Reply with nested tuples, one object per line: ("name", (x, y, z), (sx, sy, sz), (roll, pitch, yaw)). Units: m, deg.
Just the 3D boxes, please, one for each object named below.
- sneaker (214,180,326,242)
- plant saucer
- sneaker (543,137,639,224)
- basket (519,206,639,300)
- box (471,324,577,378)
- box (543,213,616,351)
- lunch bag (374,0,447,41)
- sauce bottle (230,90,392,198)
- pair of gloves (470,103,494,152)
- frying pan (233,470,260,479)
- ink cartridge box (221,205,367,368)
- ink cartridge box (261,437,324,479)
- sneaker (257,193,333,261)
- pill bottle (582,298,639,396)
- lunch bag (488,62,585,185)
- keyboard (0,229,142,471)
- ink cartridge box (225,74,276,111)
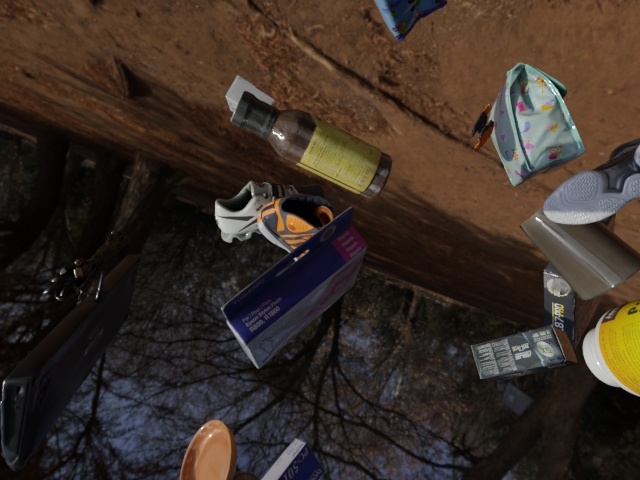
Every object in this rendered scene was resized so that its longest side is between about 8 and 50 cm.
("sneaker", (-0.139, -0.111, 1.213), (0.330, 0.146, 0.122), (-22, -136, -12))
("plant saucer", (-0.256, 0.526, 0.996), (0.037, 0.200, 0.200), (34, 173, -35))
("sneaker", (0.595, -0.123, 0.877), (0.101, 0.268, 0.153), (59, -152, 2))
("basket", (0.610, 0.006, 1.024), (0.227, 0.154, 0.204), (51, 180, 15))
("box", (0.458, 0.257, 0.962), (0.180, 0.078, 0.147), (-25, 150, 30))
("box", (0.840, 0.126, 1.382), (0.097, 0.395, 0.319), (17, 135, 42))
("lunch bag", (0.119, -0.616, 0.899), (0.293, 0.138, 0.221), (60, -164, 18))
("sauce bottle", (-0.016, -0.204, 0.900), (0.344, 0.112, 0.111), (24, 180, -16))
("pair of gloves", (0.328, -0.224, 0.863), (0.010, 0.074, 0.083), (30, 175, 36))
("frying pan", (-0.211, 0.701, 1.078), (0.197, 0.053, 0.326), (42, -170, 10))
("ink cartridge box", (-0.040, 0.117, 0.918), (0.071, 0.324, 0.330), (46, 161, 17))
("ink cartridge box", (-0.086, 0.547, 0.925), (0.046, 0.207, 0.097), (-5, 119, 48))
("sneaker", (0.000, 0.000, 1.099), (0.321, 0.125, 0.180), (33, 148, -24))
("pill bottle", (0.411, 0.118, 0.494), (0.117, 0.117, 0.215), (19, 157, 3))
("lunch bag", (0.533, -0.297, 1.100), (0.160, 0.263, 0.223), (-19, 172, 11))
("keyboard", (-0.278, 0.084, 0.514), (0.033, 0.202, 0.317), (16, -165, -11))
("ink cartridge box", (-0.159, -0.312, 0.987), (0.099, 0.056, 0.135), (31, 180, -8))
